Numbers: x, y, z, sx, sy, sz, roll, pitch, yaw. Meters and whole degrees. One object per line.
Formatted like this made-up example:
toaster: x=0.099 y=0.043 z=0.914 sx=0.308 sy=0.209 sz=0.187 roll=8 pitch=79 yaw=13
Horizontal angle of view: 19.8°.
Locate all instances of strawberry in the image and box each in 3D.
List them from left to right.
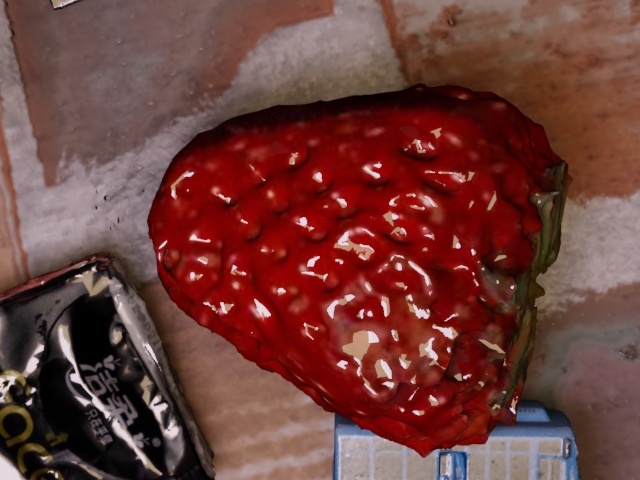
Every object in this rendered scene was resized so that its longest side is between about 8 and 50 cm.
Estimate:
strawberry: x=0.027 y=0.010 z=1.594 sx=0.345 sy=0.295 sz=0.317 roll=12 pitch=105 yaw=13

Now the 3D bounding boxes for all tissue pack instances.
tissue pack: x=-0.284 y=0.178 z=1.670 sx=0.332 sy=0.123 sz=0.245 roll=-25 pitch=99 yaw=1

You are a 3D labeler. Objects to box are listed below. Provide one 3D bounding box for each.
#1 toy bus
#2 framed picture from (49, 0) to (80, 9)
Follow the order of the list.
toy bus: x=0.126 y=0.214 z=1.688 sx=0.234 sy=0.116 sz=0.133 roll=0 pitch=95 yaw=0
framed picture: x=-0.196 y=-0.404 z=1.658 sx=0.244 sy=0.013 sz=0.323 roll=-24 pitch=98 yaw=1
